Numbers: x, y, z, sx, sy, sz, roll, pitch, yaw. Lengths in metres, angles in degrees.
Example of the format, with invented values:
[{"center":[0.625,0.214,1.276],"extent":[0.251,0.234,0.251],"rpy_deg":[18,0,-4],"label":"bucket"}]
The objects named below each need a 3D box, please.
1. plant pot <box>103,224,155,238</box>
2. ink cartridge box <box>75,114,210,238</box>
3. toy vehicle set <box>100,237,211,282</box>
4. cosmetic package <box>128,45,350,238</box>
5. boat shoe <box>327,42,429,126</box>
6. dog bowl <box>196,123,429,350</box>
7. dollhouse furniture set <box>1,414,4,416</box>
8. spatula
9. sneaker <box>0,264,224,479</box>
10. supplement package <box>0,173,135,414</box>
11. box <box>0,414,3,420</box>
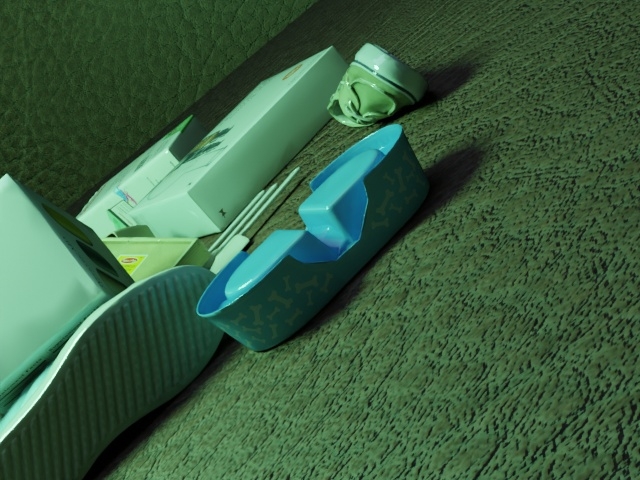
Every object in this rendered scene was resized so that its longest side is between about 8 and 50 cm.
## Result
[{"center":[-0.311,0.035,1.953],"extent":[0.109,0.109,0.096],"rpy_deg":[-31,4,36],"label":"plant pot"},{"center":[-0.338,-0.100,2.380],"extent":[0.278,0.117,0.201],"rpy_deg":[-35,15,22],"label":"ink cartridge box"},{"center":[-0.292,0.065,1.738],"extent":[0.266,0.035,0.166],"rpy_deg":[1,45,49],"label":"toy vehicle set"},{"center":[-0.131,-0.155,2.052],"extent":[0.377,0.097,0.284],"rpy_deg":[-48,18,-24],"label":"cosmetic package"},{"center":[0.075,-0.204,1.676],"extent":[0.094,0.109,0.302],"rpy_deg":[-57,6,-1],"label":"boat shoe"},{"center":[0.000,0.000,1.279],"extent":[0.297,0.074,0.166],"rpy_deg":[-46,14,-14],"label":"dog bowl"},{"center":[-0.639,0.228,1.755],"extent":[0.303,0.174,0.355],"rpy_deg":[-41,26,-14],"label":"dollhouse furniture set"},{"center":[-0.120,-0.012,1.755],"extent":[0.242,0.019,0.168],"rpy_deg":[-49,11,-32],"label":"spatula"},{"center":[-0.261,0.161,1.366],"extent":[0.366,0.135,0.150],"rpy_deg":[-43,17,-11],"label":"sneaker"},{"center":[-0.349,0.084,1.479],"extent":[0.198,0.199,0.263],"rpy_deg":[-42,-18,-1],"label":"supplement package"},{"center":[-0.489,0.236,1.482],"extent":[0.127,0.262,0.231],"rpy_deg":[-43,15,-6],"label":"box"}]
